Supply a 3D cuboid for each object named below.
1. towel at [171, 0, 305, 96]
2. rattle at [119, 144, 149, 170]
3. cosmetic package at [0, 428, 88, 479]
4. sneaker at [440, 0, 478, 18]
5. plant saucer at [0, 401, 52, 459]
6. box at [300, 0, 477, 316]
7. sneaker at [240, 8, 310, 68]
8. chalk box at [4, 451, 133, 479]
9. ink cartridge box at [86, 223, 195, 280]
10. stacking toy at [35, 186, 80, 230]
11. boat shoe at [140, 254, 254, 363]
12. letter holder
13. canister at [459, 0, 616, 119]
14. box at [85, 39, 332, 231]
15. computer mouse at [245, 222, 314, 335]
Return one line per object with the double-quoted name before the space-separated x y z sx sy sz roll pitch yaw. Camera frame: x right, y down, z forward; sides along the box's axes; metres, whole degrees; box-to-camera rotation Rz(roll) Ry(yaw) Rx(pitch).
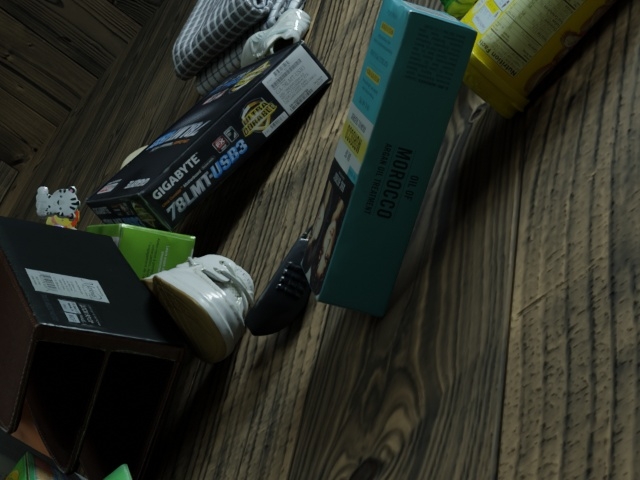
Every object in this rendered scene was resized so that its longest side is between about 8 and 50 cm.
"towel" -0.116 -0.395 2.162 0.235 0.121 0.283 -35 25 44
"rattle" -0.204 -0.087 1.967 0.130 0.142 0.199 11 45 36
"cosmetic package" -0.324 0.295 1.351 0.151 0.151 0.184 -57 17 -8
"sneaker" 0.163 -0.336 1.321 0.109 0.123 0.295 -32 29 50
"plant saucer" -0.380 0.245 1.506 0.037 0.200 0.200 -36 25 40
"box" 0.052 -0.070 1.078 0.100 0.060 0.244 -118 44 -71
"sneaker" -0.076 -0.286 1.967 0.152 0.054 0.061 -35 28 44
"chalk box" -0.247 0.290 1.193 0.213 0.132 0.132 -54 18 1
"ink cartridge box" -0.242 0.113 1.596 0.189 0.097 0.255 180 100 -69
"stacking toy" -0.325 0.047 1.631 0.167 0.052 0.221 136 136 -77
"boat shoe" -0.115 0.055 1.356 0.096 0.098 0.277 -28 12 -14
"letter holder" -0.280 0.132 1.372 0.302 0.152 0.214 43 118 59
"canister" 0.183 -0.196 1.092 0.170 0.073 0.126 -48 19 16
"box" -0.154 -0.128 1.739 0.293 0.073 0.295 -43 14 -17
"computer mouse" 0.000 0.000 1.274 0.242 0.041 0.071 -58 0 -28
